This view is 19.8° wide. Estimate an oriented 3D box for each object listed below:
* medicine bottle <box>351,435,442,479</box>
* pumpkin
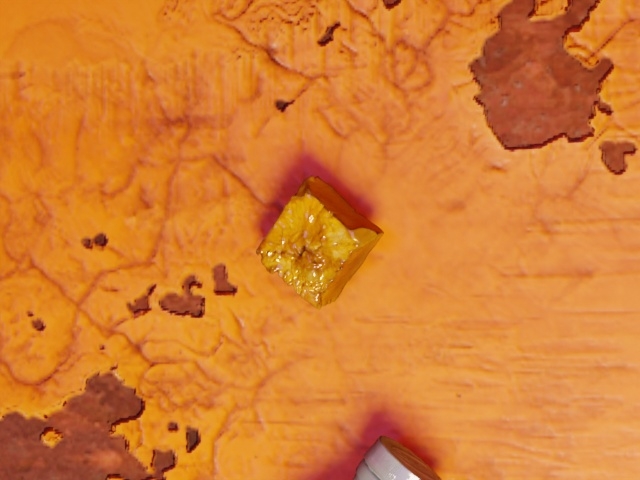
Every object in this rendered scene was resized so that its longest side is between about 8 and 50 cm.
[{"bbox_3d":[0.004,0.250,1.378,0.090,0.090,0.217,40,97,13],"label":"medicine bottle"},{"bbox_3d":[0.000,0.000,1.409,0.074,0.054,0.083,44,120,16],"label":"pumpkin"}]
